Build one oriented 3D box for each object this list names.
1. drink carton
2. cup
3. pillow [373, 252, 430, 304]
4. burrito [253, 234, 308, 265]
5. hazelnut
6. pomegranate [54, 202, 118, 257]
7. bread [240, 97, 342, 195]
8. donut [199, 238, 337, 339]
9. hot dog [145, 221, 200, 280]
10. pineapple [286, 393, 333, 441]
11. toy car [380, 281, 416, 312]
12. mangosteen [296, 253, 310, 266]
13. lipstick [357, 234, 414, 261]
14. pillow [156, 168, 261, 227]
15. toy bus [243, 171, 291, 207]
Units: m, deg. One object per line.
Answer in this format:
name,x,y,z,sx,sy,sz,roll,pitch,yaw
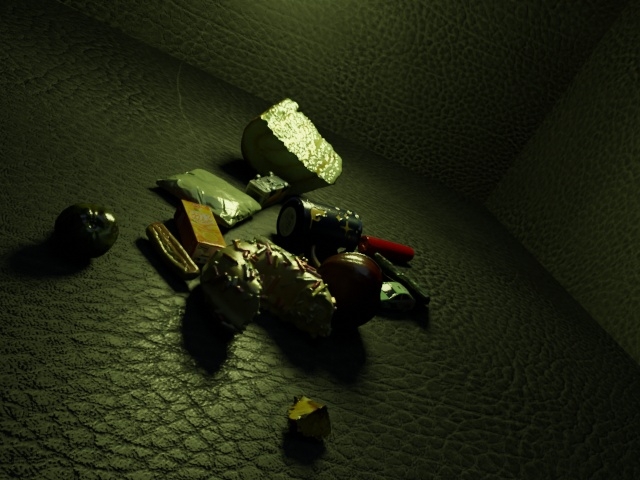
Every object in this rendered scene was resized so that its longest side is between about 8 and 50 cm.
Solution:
drink carton,-0.344,-0.024,1.684,0.096,0.071,0.223,15,27,-33
cup,0.008,-0.020,2.009,0.256,0.178,0.255,12,27,-35
pillow,0.291,0.141,2.133,0.255,0.034,0.189,38,-5,15
burrito,-0.118,0.056,1.760,0.226,0.060,0.087,29,-22,45
hazelnut,0.075,0.141,1.710,0.217,0.217,0.251,34,-8,5
pomegranate,-0.544,-0.036,1.371,0.138,0.126,0.163,-5,39,-37
bread,-0.130,-0.336,2.389,0.395,0.264,0.239,48,39,-9
donut,-0.139,0.120,1.537,0.371,0.150,0.307,13,24,-42
hot dog,-0.390,0.032,1.537,0.066,0.047,0.215,-17,51,-44
pineapple,-0.029,0.365,1.274,0.114,0.077,0.114,20,10,-37
toy car,0.234,0.185,2.000,0.224,0.076,0.090,10,31,-43
mangosteen,-0.065,0.088,1.807,0.080,0.081,0.081,27,22,-12
lipstick,0.262,0.036,2.369,0.279,0.073,0.073,13,28,-41
pillow,-0.352,-0.152,1.945,0.274,0.076,0.281,33,21,7
toy bus,-0.196,-0.182,2.180,0.092,0.106,0.268,35,19,8
